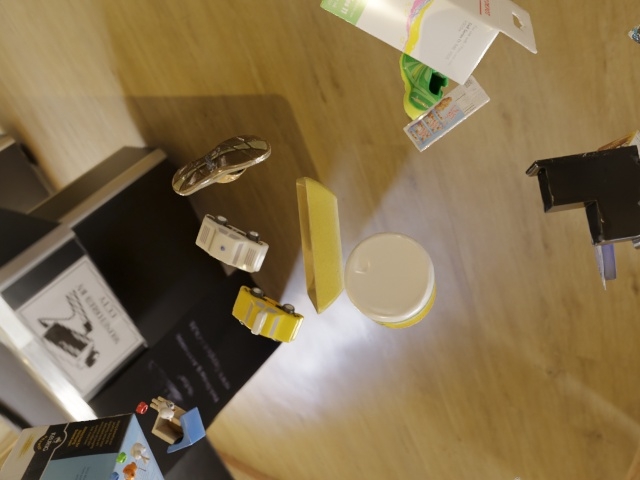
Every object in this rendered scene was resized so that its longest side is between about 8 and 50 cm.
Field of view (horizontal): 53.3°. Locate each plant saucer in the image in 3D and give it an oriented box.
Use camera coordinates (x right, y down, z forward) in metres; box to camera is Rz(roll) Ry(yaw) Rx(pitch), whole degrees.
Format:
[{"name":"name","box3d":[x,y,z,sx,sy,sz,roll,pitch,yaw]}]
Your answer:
[{"name":"plant saucer","box3d":[0.000,0.000,1.663,0.333,0.081,0.332,-143,48,-82]}]

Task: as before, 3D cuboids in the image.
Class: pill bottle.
[{"name":"pill bottle","box3d":[0.103,0.063,0.898,0.118,0.117,0.208,35,177,15]}]

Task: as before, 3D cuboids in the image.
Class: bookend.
[{"name":"bookend","box3d":[0.424,-0.056,1.004,0.072,0.156,0.157,59,-158,-80]}]

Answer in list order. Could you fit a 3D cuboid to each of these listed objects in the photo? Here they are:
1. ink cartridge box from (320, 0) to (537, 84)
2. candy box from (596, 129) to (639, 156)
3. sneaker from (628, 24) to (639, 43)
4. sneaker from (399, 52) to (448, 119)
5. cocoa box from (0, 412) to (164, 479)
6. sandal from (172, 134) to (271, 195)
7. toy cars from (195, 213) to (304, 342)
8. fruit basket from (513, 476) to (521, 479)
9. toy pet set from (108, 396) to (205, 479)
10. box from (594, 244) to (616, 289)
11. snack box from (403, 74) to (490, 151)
[{"name":"ink cartridge box","box3d":[0.193,-0.407,1.120,0.353,0.207,0.119,26,130,-9]},{"name":"candy box","box3d":[0.648,-0.162,1.427,0.053,0.187,0.109,50,146,-7]},{"name":"sneaker","box3d":[0.743,-0.452,1.399,0.083,0.191,0.071,-53,57,28]},{"name":"sneaker","box3d":[0.293,-0.440,1.758,0.123,0.295,0.109,-24,138,29]},{"name":"cocoa box","box3d":[-0.423,0.504,1.077,0.228,0.347,0.231,-10,118,5]},{"name":"sandal","box3d":[-0.165,-0.123,1.083,0.049,0.180,0.072,55,-170,-53]},{"name":"toy cars","box3d":[-0.191,0.106,1.623,0.176,0.087,0.393,-23,97,21]},{"name":"fruit basket","box3d":[0.132,0.428,0.493,0.165,0.327,0.353,11,112,-15]},{"name":"toy pet set","box3d":[-0.217,0.281,0.889,0.065,0.114,0.122,25,99,16]},{"name":"box","box3d":[0.754,0.007,1.702,0.037,0.136,0.225,-10,125,17]},{"name":"snack box","box3d":[0.264,-0.265,1.343,0.178,0.022,0.064,-37,86,15]}]
